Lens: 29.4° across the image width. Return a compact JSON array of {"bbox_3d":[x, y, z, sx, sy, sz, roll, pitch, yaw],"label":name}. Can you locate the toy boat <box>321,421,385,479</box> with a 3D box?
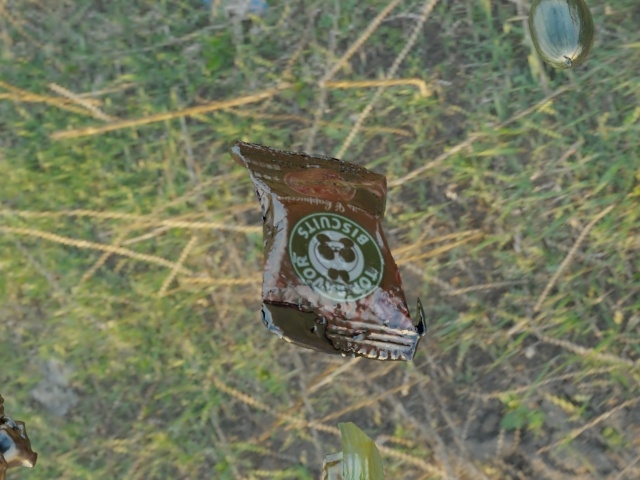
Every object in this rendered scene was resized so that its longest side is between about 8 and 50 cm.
[{"bbox_3d":[0.031,0.265,1.268,0.066,0.172,0.065,-15,133,15],"label":"toy boat"}]

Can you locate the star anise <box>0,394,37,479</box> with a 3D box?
[{"bbox_3d":[-0.339,0.168,1.040,0.126,0.190,0.220,-58,22,14],"label":"star anise"}]

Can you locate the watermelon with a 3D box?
[{"bbox_3d":[0.297,-0.259,1.499,0.078,0.078,0.111,-28,63,39],"label":"watermelon"}]

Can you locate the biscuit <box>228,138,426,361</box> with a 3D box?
[{"bbox_3d":[0.006,0.001,1.055,0.063,0.151,0.235,120,150,-44],"label":"biscuit"}]
